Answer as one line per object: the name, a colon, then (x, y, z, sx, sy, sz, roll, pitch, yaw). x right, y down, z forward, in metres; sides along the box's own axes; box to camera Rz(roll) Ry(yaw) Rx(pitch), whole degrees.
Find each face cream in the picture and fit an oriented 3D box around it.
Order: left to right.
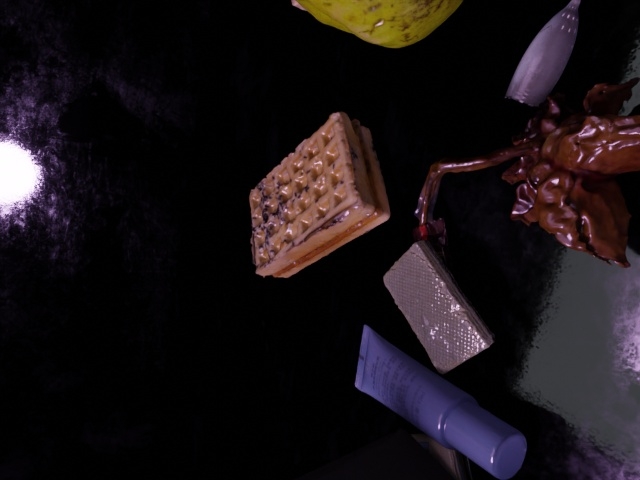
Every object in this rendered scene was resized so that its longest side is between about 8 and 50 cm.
face cream: (0.169, 0.266, 0.727, 0.385, 0.086, 0.136, 14, 96, 63)

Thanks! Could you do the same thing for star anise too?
star anise: (0.270, -0.076, 0.534, 0.346, 0.148, 0.238, -13, 73, 47)

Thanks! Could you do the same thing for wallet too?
wallet: (0.187, 0.391, 0.721, 0.155, 0.039, 0.111, -38, 55, 52)

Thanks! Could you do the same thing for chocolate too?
chocolate: (0.203, 0.055, 0.738, 0.086, 0.028, 0.183, -24, 67, 54)

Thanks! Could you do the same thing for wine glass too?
wine glass: (0.318, -0.277, 0.554, 0.066, 0.066, 0.198, 51, 129, 47)

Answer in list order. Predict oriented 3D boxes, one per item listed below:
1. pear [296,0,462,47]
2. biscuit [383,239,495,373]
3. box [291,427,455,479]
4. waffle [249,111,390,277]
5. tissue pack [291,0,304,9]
pear: (0.099, -0.523, 0.663, 0.391, 0.390, 0.392, -9, 80, 58)
biscuit: (0.189, 0.111, 0.708, 0.200, 0.040, 0.121, 60, 141, 24)
box: (0.124, 0.484, 0.567, 0.345, 0.251, 0.205, 37, 119, 43)
waffle: (-0.027, -0.092, 0.983, 0.376, 0.113, 0.261, -32, 59, 41)
tissue pack: (-0.012, -0.753, 1.102, 0.222, 0.090, 0.187, -37, 59, 52)
